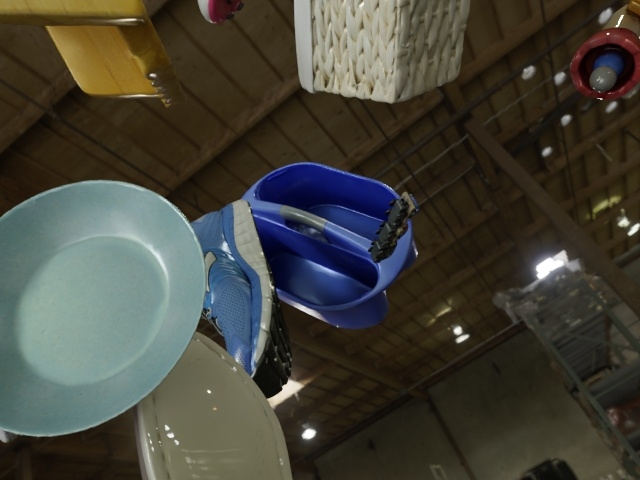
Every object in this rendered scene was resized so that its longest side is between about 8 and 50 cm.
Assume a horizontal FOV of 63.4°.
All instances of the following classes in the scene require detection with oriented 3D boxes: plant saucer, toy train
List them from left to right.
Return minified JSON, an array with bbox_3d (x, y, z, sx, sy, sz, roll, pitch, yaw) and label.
[{"bbox_3d":[-0.178,0.046,0.390,0.194,0.195,0.037,-23,-25,-7],"label":"plant saucer"},{"bbox_3d":[0.091,-0.013,0.645,0.036,0.027,0.158,-18,-22,-14],"label":"toy train"}]

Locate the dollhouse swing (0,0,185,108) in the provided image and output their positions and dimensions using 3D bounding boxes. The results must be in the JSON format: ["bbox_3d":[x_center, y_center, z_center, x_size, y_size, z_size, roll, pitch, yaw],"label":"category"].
[{"bbox_3d":[-0.342,-0.231,0.482,0.304,0.347,0.315,-27,-79,-8],"label":"dollhouse swing"}]

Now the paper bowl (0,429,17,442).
[{"bbox_3d":[-0.547,0.187,0.895,0.148,0.284,0.284,-34,-24,-41],"label":"paper bowl"}]

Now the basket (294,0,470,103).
[{"bbox_3d":[0.052,-0.201,0.407,0.113,0.103,0.167,-31,-46,-37],"label":"basket"}]

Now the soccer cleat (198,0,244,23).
[{"bbox_3d":[-0.198,-0.579,1.029,0.143,0.332,0.116,15,-15,8],"label":"soccer cleat"}]

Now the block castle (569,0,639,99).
[{"bbox_3d":[0.558,-0.205,0.560,0.213,0.453,0.303,-50,-12,-34],"label":"block castle"}]

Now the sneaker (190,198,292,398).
[{"bbox_3d":[-0.130,0.078,0.681,0.147,0.330,0.130,-17,-51,-8],"label":"sneaker"}]

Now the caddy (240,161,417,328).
[{"bbox_3d":[0.000,0.000,0.882,0.241,0.341,0.179,-59,-33,-16],"label":"caddy"}]

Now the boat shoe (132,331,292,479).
[{"bbox_3d":[-0.066,0.226,0.400,0.116,0.324,0.097,-15,-24,-47],"label":"boat shoe"}]
